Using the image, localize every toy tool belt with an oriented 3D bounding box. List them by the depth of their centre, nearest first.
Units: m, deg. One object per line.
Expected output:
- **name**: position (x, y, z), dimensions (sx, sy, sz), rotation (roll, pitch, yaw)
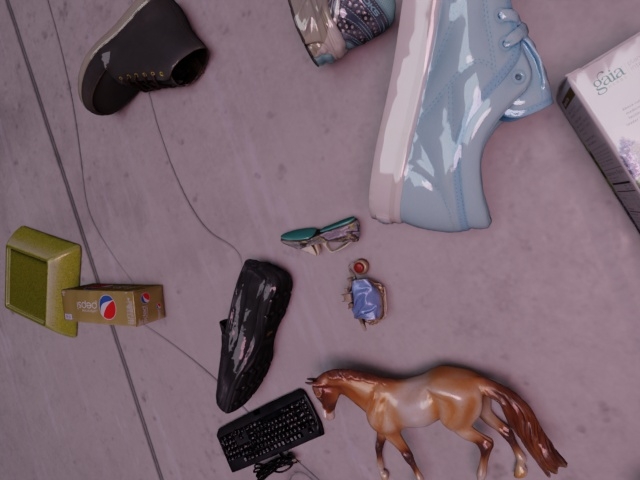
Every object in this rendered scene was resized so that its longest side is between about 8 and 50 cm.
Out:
- **toy tool belt**: position (0.052, 0.066, 0.525), dimensions (0.052, 0.051, 0.083), rotation (-15, 89, 27)

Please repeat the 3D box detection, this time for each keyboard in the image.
- **keyboard**: position (-0.078, 0.298, 0.623), dimensions (0.192, 0.038, 0.100), rotation (-35, 80, 26)

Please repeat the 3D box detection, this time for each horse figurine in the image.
- **horse figurine**: position (0.129, 0.212, 0.498), dimensions (0.264, 0.066, 0.174), rotation (-19, 93, 29)

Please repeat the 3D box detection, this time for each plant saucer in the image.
- **plant saucer**: position (-0.550, 0.081, 0.825), dimensions (0.189, 0.045, 0.188), rotation (14, 102, 24)

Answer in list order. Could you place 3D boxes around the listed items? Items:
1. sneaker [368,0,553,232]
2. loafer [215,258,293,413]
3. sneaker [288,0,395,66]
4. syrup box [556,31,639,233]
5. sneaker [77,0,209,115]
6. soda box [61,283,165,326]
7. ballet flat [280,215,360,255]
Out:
- **sneaker**: position (0.154, -0.182, 0.415), dimensions (0.150, 0.135, 0.365), rotation (14, 111, 16)
- **loafer**: position (-0.106, 0.134, 0.601), dimensions (0.078, 0.076, 0.223), rotation (23, 101, 28)
- **sneaker**: position (0.008, -0.351, 0.488), dimensions (0.122, 0.110, 0.282), rotation (-16, 91, 9)
- **syrup box**: position (0.309, -0.061, 0.360), dimensions (0.093, 0.096, 0.236), rotation (-31, 82, 24)
- **sneaker**: position (-0.268, -0.244, 0.629), dimensions (0.222, 0.083, 0.118), rotation (-41, 78, 23)
- **soda box**: position (-0.353, 0.106, 0.722), dimensions (0.182, 0.061, 0.058), rotation (-1, 95, 26)
- **ballet flat**: position (0.000, 0.000, 0.552), dimensions (0.115, 0.041, 0.041), rotation (-12, 90, 27)
